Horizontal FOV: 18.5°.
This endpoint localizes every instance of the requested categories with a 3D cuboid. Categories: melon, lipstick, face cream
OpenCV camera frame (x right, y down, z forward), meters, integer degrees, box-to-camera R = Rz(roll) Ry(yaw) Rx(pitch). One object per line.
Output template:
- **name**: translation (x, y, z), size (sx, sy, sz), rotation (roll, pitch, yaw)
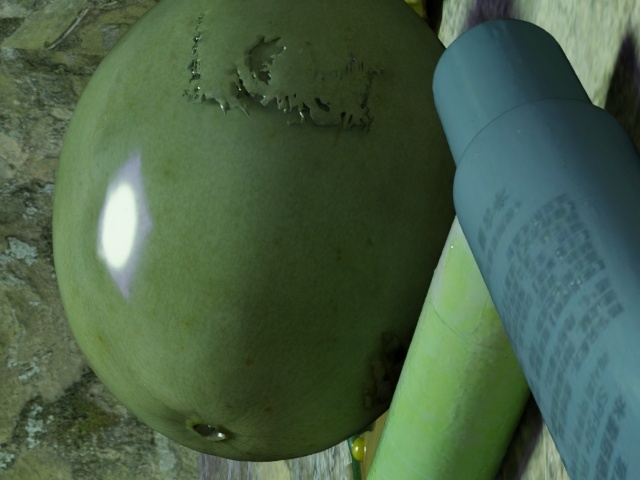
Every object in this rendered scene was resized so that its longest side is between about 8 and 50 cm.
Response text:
- **melon**: translation (-0.028, -0.031, 1.226), size (0.268, 0.269, 0.330), rotation (111, 176, -65)
- **lipstick**: translation (0.080, 0.080, 1.087), size (0.304, 0.076, 0.076), rotation (105, 167, -50)
- **face cream**: translation (0.117, 0.029, 0.820), size (0.385, 0.086, 0.135), rotation (-105, 17, -53)

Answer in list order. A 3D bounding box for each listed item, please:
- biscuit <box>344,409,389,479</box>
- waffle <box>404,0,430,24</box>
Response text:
- **biscuit**: translation (0.048, 0.137, 1.405), size (0.197, 0.049, 0.301), rotation (-91, 8, -49)
- **waffle**: translation (0.060, -0.258, 1.501), size (0.291, 0.051, 0.291), rotation (-178, 90, -80)
